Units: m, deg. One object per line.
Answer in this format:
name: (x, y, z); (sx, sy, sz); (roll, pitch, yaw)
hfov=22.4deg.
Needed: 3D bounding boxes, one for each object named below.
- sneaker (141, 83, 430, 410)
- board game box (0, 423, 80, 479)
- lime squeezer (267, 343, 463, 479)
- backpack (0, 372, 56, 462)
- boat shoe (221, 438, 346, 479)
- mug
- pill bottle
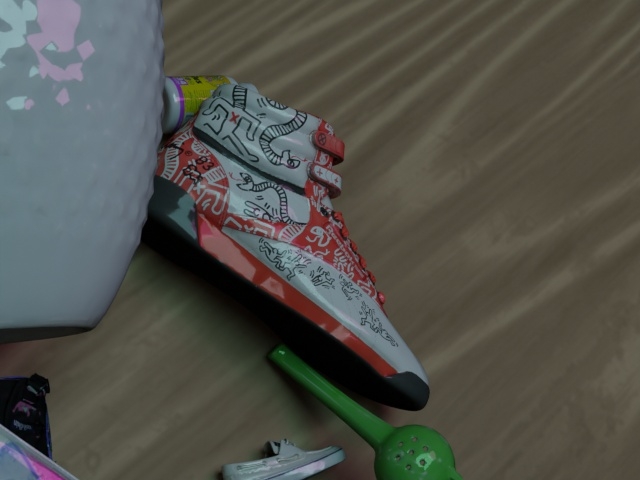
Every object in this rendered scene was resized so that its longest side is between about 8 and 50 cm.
sneaker: (0.000, -0.001, 1.189); (0.270, 0.090, 0.145); (36, 69, -9)
board game box: (-0.287, 0.219, 0.786); (0.390, 0.050, 0.390); (40, 57, -21)
lime squeezer: (0.081, 0.190, 1.155); (0.310, 0.110, 0.059); (45, 60, -6)
backpack: (-0.216, 0.148, 0.987); (0.105, 0.084, 0.114); (2, 60, -33)
boat shoe: (-0.027, 0.157, 1.145); (0.100, 0.035, 0.035); (-15, 78, -32)
mug: (-0.274, -0.100, 0.962); (0.374, 0.276, 0.328); (-3, 83, -26)
pill bottle: (-0.089, -0.104, 1.233); (0.083, 0.043, 0.043); (-6, 70, -36)
